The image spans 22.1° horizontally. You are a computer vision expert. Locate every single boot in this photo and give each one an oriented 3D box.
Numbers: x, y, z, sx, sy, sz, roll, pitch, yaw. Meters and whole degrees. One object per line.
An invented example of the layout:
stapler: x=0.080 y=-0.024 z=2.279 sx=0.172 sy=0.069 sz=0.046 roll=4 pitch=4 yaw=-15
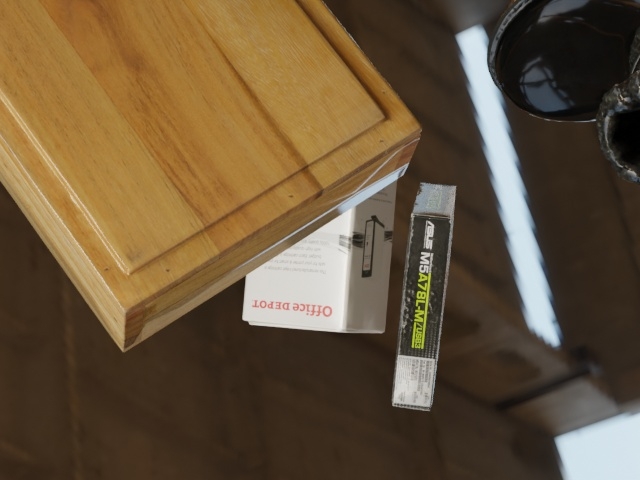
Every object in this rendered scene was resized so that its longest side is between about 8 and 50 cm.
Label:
boot: x=0.245 y=-0.118 z=1.227 sx=0.131 sy=0.348 sz=0.260 roll=55 pitch=-138 yaw=-23

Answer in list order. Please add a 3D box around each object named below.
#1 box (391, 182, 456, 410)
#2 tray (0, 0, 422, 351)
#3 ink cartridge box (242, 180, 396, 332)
box: x=0.103 y=0.051 z=1.607 sx=0.184 sy=0.045 sz=0.190 roll=-51 pitch=-33 yaw=-77
tray: x=-0.146 y=-0.160 z=0.961 sx=0.411 sy=0.203 sz=0.076 roll=52 pitch=160 yaw=15
ink cartridge box: x=0.000 y=0.000 z=1.850 sx=0.086 sy=0.148 sz=0.203 roll=7 pitch=-93 yaw=-53
